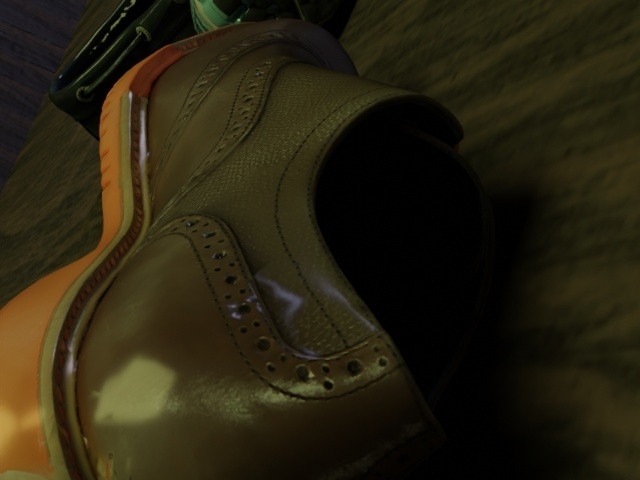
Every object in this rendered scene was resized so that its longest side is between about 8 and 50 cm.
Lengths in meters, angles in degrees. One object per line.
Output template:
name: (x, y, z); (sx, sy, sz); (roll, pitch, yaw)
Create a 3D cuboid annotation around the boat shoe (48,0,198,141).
boat shoe: (-0.071, -0.201, 1.079); (0.340, 0.113, 0.127); (-57, 16, 27)

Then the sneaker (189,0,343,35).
sneaker: (-0.013, -0.228, 0.940); (0.283, 0.110, 0.122); (-68, 10, -17)

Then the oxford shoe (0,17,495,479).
oxford shoe: (0.000, 0.000, 0.568); (0.132, 0.130, 0.364); (-24, 22, 16)
